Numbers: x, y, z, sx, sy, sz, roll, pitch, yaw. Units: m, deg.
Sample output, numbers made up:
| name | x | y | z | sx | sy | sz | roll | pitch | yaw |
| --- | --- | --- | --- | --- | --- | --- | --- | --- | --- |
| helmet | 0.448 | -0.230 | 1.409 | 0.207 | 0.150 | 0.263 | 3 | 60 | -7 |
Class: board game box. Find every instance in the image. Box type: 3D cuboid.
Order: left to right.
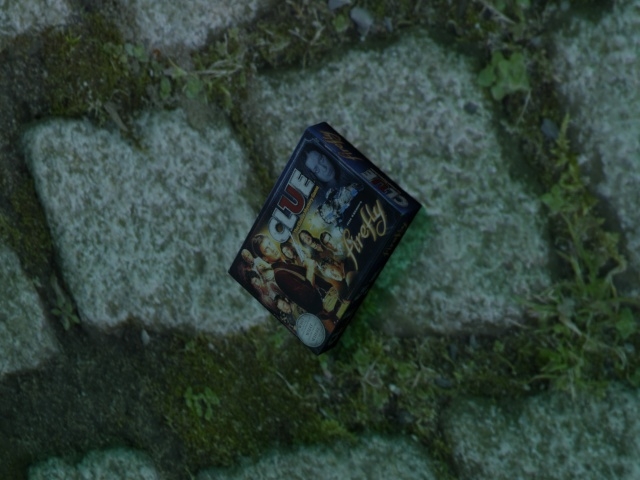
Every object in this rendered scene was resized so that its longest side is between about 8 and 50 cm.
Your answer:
| name | x | y | z | sx | sy | sz | roll | pitch | yaw |
| --- | --- | --- | --- | --- | --- | --- | --- | --- | --- |
| board game box | 0.000 | 0.000 | 1.957 | 0.165 | 0.042 | 0.243 | 42 | 125 | 18 |
